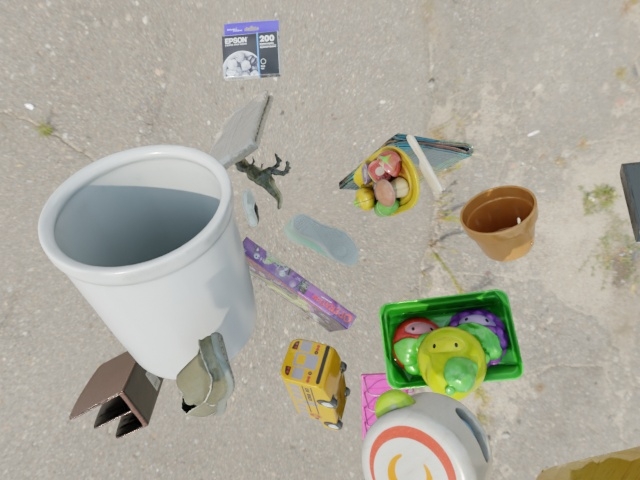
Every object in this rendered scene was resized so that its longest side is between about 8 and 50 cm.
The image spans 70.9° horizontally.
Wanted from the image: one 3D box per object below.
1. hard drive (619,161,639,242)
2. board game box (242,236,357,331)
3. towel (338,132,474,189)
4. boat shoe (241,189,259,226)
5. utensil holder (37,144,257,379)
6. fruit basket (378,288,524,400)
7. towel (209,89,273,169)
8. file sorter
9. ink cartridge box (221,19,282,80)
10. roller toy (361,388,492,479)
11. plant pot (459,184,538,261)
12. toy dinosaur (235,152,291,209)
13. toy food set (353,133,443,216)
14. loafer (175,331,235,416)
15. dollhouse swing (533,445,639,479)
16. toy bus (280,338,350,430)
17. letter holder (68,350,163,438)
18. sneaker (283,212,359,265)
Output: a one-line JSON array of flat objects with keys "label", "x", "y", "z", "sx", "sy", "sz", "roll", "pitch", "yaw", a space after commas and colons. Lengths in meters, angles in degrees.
[{"label": "hard drive", "x": 0.375, "y": -0.044, "z": 0.431, "sx": 0.135, "sy": 0.022, "sz": 0.094, "roll": -3, "pitch": 53, "yaw": 24}, {"label": "board game box", "x": -0.078, "y": 0.129, "z": 1.221, "sx": 0.346, "sy": 0.208, "sz": 0.056, "roll": 36, "pitch": 68, "yaw": -1}, {"label": "towel", "x": 0.247, "y": -0.217, "z": 1.374, "sx": 0.271, "sy": 0.370, "sz": 0.040, "roll": 2, "pitch": 76, "yaw": -22}, {"label": "boat shoe", "x": -0.231, "y": -0.111, "z": 1.507, "sx": 0.046, "sy": 0.038, "sz": 0.125, "roll": -10, "pitch": 106, "yaw": 11}, {"label": "utensil holder", "x": -0.307, "y": 0.060, "z": 0.912, "sx": 0.327, "sy": 0.328, "sz": 0.386, "roll": -10, "pitch": 137, "yaw": -5}, {"label": "fruit basket", "x": 0.346, "y": 0.286, "z": 1.224, "sx": 0.391, "sy": 0.392, "sz": 0.283, "roll": -2, "pitch": 70, "yaw": -6}, {"label": "towel", "x": -0.229, "y": -0.310, "z": 1.279, "sx": 0.187, "sy": 0.282, "sz": 0.049, "roll": -27, "pitch": 128, "yaw": 29}, {"label": "file sorter", "x": 0.278, "y": 0.716, "z": 1.834, "sx": 0.201, "sy": 0.182, "sz": 0.291, "roll": -2, "pitch": 98, "yaw": -1}, {"label": "ink cartridge box", "x": -0.245, "y": -0.683, "z": 1.598, "sx": 0.206, "sy": 0.045, "sz": 0.209, "roll": -3, "pitch": 91, "yaw": 4}, {"label": "roller toy", "x": 0.179, "y": 0.363, "z": 0.751, "sx": 0.191, "sy": 0.146, "sz": 0.210, "roll": 13, "pitch": 97, "yaw": 33}, {"label": "plant pot", "x": 0.731, "y": -0.052, "z": 1.805, "sx": 0.290, "sy": 0.291, "sz": 0.204, "roll": -33, "pitch": 121, "yaw": -3}, {"label": "toy dinosaur", "x": -0.148, "y": -0.194, "z": 1.304, "sx": 0.118, "sy": 0.064, "sz": 0.268, "roll": -41, "pitch": 57, "yaw": -8}, {"label": "toy food set", "x": 0.115, "y": -0.105, "z": 0.841, "sx": 0.071, "sy": 0.218, "sz": 0.128, "roll": -24, "pitch": 89, "yaw": -25}, {"label": "loafer", "x": -0.210, "y": 0.256, "z": 0.804, "sx": 0.087, "sy": 0.094, "sz": 0.251, "roll": -8, "pitch": 138, "yaw": -24}, {"label": "dollhouse swing", "x": 0.454, "y": 0.464, "z": 0.586, "sx": 0.315, "sy": 0.347, "sz": 0.305, "roll": -32, "pitch": 67, "yaw": -26}, {"label": "toy bus", "x": -0.003, "y": 0.374, "z": 1.132, "sx": 0.130, "sy": 0.333, "sz": 0.108, "roll": 9, "pitch": 54, "yaw": 14}, {"label": "letter holder", "x": -0.693, "y": 0.528, "z": 1.552, "sx": 0.214, "sy": 0.302, "sz": 0.152, "roll": -26, "pitch": 109, "yaw": 1}, {"label": "sneaker", "x": 0.000, "y": -0.001, "z": 1.454, "sx": 0.255, "sy": 0.151, "sz": 0.094, "roll": 33, "pitch": 74, "yaw": -15}]
